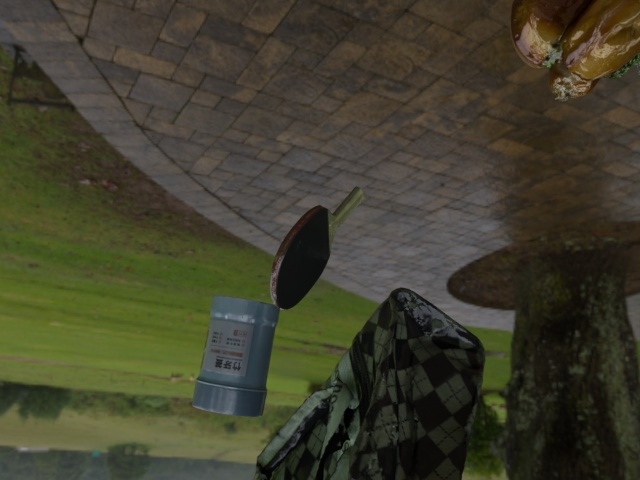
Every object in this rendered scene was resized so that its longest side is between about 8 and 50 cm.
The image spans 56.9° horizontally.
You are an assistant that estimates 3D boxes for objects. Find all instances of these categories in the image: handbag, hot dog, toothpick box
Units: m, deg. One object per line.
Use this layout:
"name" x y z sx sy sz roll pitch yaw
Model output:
"handbag" 0.013 0.293 0.655 0.180 0.316 0.416 31 116 -1
"hot dog" 0.283 -0.264 0.509 0.135 0.337 0.100 32 178 40
"toothpick box" -0.118 0.162 0.831 0.101 0.153 0.101 8 168 2

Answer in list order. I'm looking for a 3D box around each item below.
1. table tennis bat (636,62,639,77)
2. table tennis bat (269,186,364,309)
"table tennis bat" 0.470 -0.239 0.842 0.022 0.234 0.131 -6 -161 39
"table tennis bat" 0.000 0.000 0.549 0.013 0.156 0.087 19 137 24
